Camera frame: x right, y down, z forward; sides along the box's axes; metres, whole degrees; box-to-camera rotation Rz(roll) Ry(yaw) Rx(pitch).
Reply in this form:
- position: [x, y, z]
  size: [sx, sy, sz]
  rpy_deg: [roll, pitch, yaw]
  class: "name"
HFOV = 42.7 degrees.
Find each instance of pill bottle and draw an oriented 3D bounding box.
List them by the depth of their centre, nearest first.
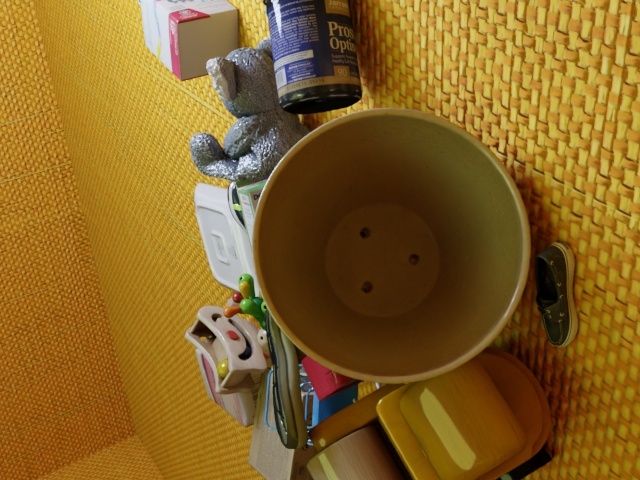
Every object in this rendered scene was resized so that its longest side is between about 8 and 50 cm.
- position: [-0.013, -0.302, 1.185]
  size: [0.123, 0.123, 0.219]
  rpy_deg: [-10, 88, 64]
  class: "pill bottle"

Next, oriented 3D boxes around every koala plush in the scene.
- position: [-0.109, -0.227, 1.395]
  size: [0.203, 0.196, 0.221]
  rpy_deg: [19, 126, 44]
  class: "koala plush"

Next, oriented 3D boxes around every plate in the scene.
- position: [-0.220, 0.011, 1.929]
  size: [0.278, 0.045, 0.277]
  rpy_deg: [16, 122, 58]
  class: "plate"

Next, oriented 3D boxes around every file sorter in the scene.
- position: [-0.013, 0.291, 1.432]
  size: [0.170, 0.105, 0.118]
  rpy_deg: [44, -136, -57]
  class: "file sorter"

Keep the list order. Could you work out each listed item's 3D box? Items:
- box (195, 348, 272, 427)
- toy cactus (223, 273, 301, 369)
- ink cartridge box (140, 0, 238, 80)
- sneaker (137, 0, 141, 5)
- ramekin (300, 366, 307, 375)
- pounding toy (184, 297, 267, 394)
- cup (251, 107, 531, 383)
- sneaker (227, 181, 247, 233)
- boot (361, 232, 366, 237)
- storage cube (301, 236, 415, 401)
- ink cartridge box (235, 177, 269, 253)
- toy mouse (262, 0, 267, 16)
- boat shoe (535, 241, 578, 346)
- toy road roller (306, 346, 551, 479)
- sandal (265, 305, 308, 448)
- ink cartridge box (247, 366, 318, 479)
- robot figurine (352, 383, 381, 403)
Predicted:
- position: [-0.197, 0.341, 2.033]
  size: [0.232, 0.127, 0.148]
  rpy_deg: [16, 123, 59]
  class: "box"
- position: [-0.099, 0.170, 1.514]
  size: [0.219, 0.112, 0.180]
  rpy_deg: [45, 157, 23]
  class: "toy cactus"
- position: [-0.254, -0.412, 1.584]
  size: [0.176, 0.128, 0.127]
  rpy_deg: [45, 145, 39]
  class: "ink cartridge box"
- position: [-0.343, -0.512, 1.693]
  size: [0.108, 0.121, 0.302]
  rpy_deg: [36, 139, 49]
  class: "sneaker"
- position: [-0.019, 0.144, 1.561]
  size: [0.207, 0.109, 0.207]
  rpy_deg: [42, 143, 44]
  class: "ramekin"
- position: [-0.203, 0.205, 1.851]
  size: [0.155, 0.154, 0.269]
  rpy_deg: [-58, 30, 24]
  class: "pounding toy"
- position: [0.085, 0.016, 1.085]
  size: [0.237, 0.331, 0.331]
  rpy_deg: [82, 164, -83]
  class: "cup"
- position: [-0.102, -0.028, 1.645]
  size: [0.097, 0.084, 0.234]
  rpy_deg: [-18, 101, 58]
  class: "sneaker"
- position: [0.000, 0.000, 1.341]
  size: [0.088, 0.176, 0.244]
  rpy_deg: [64, 155, 9]
  class: "boot"
- position: [0.058, 0.118, 1.305]
  size: [0.193, 0.184, 0.215]
  rpy_deg: [64, 154, 12]
  class: "storage cube"
- position: [-0.088, -0.063, 1.543]
  size: [0.062, 0.109, 0.209]
  rpy_deg: [17, 123, 58]
  class: "ink cartridge box"
- position: [-0.058, -0.396, 1.326]
  size: [0.143, 0.031, 0.161]
  rpy_deg: [59, 152, 19]
  class: "toy mouse"
- position: [0.282, 0.070, 0.998]
  size: [0.049, 0.040, 0.142]
  rpy_deg: [28, 132, 54]
  class: "boat shoe"
- position: [0.145, 0.268, 1.090]
  size: [0.202, 0.330, 0.240]
  rpy_deg: [59, 176, 21]
  class: "toy road roller"
- position: [-0.031, 0.143, 1.180]
  size: [0.120, 0.086, 0.302]
  rpy_deg: [123, 142, -78]
  class: "sandal"
- position: [-0.067, 0.415, 1.793]
  size: [0.193, 0.088, 0.234]
  rpy_deg: [21, 104, 58]
  class: "ink cartridge box"
- position: [0.142, 0.406, 1.334]
  size: [0.300, 0.200, 0.353]
  rpy_deg: [3, -116, -80]
  class: "robot figurine"
